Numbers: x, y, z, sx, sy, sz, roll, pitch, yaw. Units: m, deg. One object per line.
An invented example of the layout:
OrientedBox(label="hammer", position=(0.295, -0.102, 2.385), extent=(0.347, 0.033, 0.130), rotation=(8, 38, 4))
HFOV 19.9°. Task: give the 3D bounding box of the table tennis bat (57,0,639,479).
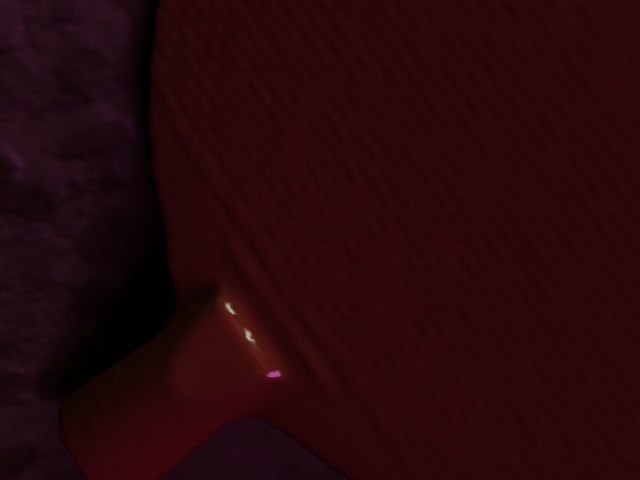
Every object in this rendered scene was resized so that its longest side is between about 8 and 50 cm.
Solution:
OrientedBox(label="table tennis bat", position=(0.018, 0.003, 0.662), extent=(0.051, 0.268, 0.414), rotation=(-32, 175, -43))
